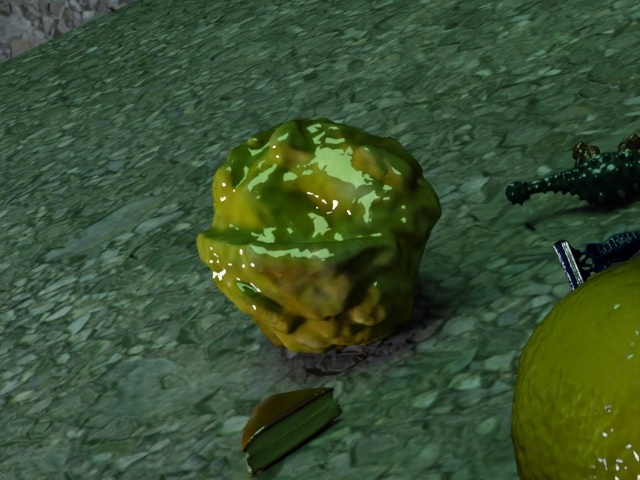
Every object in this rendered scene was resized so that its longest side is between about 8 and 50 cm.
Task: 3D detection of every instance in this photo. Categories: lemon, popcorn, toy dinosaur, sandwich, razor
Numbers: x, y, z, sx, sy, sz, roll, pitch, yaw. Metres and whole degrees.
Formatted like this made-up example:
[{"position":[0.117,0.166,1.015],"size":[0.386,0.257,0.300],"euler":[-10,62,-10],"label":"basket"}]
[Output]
[{"position":[0.197,0.097,0.829],"size":[0.188,0.188,0.257],"euler":[-33,21,-27],"label":"lemon"},{"position":[0.003,0.000,1.302],"size":[0.198,0.155,0.197],"euler":[-13,55,19],"label":"popcorn"},{"position":[0.226,-0.051,1.355],"size":[0.154,0.049,0.055],"euler":[-11,26,16],"label":"toy dinosaur"},{"position":[-0.029,0.130,1.193],"size":[0.083,0.031,0.044],"euler":[-30,26,-24],"label":"sandwich"},{"position":[0.249,-0.007,1.249],"size":[0.155,0.044,0.028],"euler":[-23,-6,-8],"label":"razor"}]
